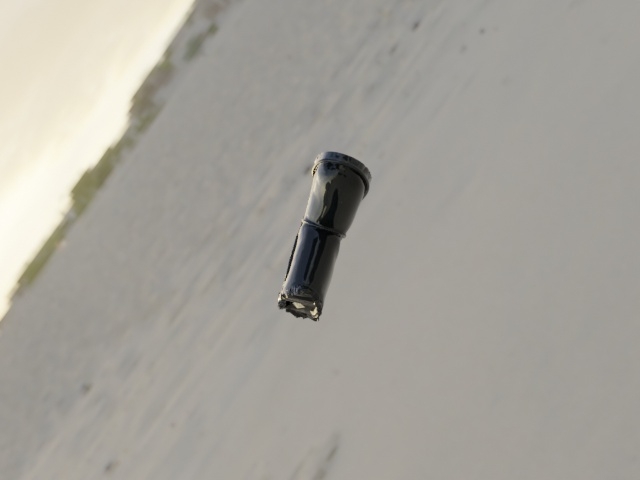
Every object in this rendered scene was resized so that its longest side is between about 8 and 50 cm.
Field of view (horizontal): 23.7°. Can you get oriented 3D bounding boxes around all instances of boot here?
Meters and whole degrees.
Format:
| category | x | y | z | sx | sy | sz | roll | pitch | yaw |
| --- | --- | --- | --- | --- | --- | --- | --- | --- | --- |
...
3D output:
| category | x | y | z | sx | sy | sz | roll | pitch | yaw |
| --- | --- | --- | --- | --- | --- | --- | --- | --- | --- |
| boot | 0.000 | 0.000 | 1.130 | 0.121 | 0.045 | 0.099 | 107 | -177 | -68 |
